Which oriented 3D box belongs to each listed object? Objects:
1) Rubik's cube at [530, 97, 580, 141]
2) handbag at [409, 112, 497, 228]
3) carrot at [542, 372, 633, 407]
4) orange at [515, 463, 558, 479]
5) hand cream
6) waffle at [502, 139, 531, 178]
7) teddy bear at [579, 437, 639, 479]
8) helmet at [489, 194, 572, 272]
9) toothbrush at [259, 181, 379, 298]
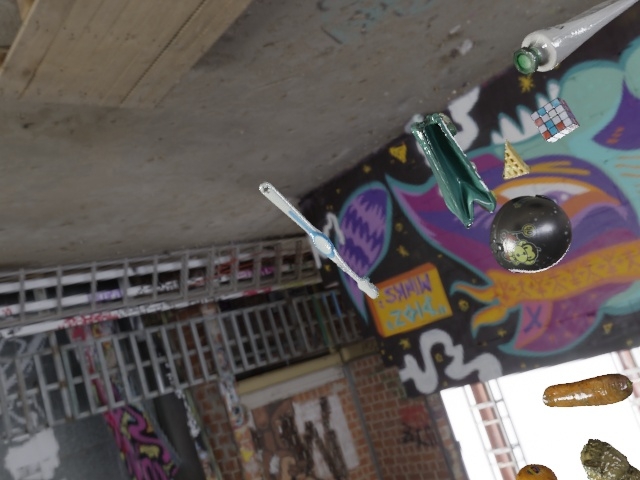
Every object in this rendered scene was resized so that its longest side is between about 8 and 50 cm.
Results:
[{"bbox_3d":[0.684,-0.350,1.826,0.092,0.092,0.092,-33,166,31],"label":"Rubik's cube"},{"bbox_3d":[0.321,-0.179,1.511,0.100,0.274,0.269,-27,-173,9],"label":"handbag"},{"bbox_3d":[0.536,0.311,1.270,0.186,0.060,0.060,-25,167,39],"label":"carrot"},{"bbox_3d":[0.714,0.802,2.053,0.136,0.117,0.135,-22,-172,3],"label":"orange"},{"bbox_3d":[0.499,-0.410,1.187,0.336,0.076,0.121,-34,-164,-20],"label":"hand cream"},{"bbox_3d":[0.568,-0.246,1.914,0.097,0.023,0.153,-10,140,46],"label":"waffle"},{"bbox_3d":[0.917,0.738,1.942,0.156,0.256,0.267,-59,162,25],"label":"teddy bear"},{"bbox_3d":[0.644,-0.017,1.833,0.279,0.230,0.160,-19,-167,-17],"label":"helmet"},{"bbox_3d":[-0.001,0.002,1.473,0.040,0.386,0.040,-46,-171,9],"label":"toothbrush"}]
